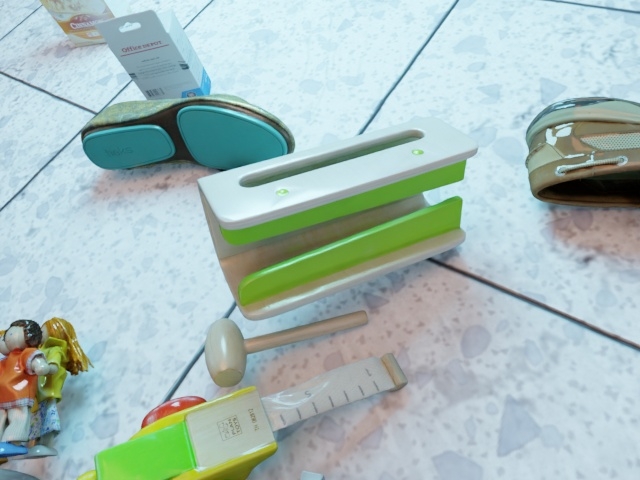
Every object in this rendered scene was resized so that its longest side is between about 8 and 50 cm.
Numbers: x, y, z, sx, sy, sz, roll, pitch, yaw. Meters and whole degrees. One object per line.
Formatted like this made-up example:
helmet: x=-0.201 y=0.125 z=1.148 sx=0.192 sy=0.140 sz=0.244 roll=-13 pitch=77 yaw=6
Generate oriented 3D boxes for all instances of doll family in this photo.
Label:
doll family: x=-0.368 y=0.177 z=0.545 sx=0.262 sy=0.118 sz=0.163 roll=-20 pitch=61 yaw=25

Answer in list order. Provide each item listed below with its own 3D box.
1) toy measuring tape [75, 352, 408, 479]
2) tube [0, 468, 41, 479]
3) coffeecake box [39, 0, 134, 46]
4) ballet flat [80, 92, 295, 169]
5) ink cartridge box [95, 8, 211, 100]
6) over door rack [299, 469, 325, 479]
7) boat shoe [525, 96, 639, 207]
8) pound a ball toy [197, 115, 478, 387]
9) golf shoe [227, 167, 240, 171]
toy measuring tape: x=-0.071 y=0.199 z=0.460 sx=0.330 sy=0.121 sz=0.121 roll=-14 pitch=54 yaw=-20
tube: x=-0.364 y=0.362 z=0.450 sx=0.070 sy=0.062 sz=0.240 roll=-16 pitch=51 yaw=56
coffeecake box: x=-0.490 y=-0.501 z=0.925 sx=0.142 sy=0.185 sz=0.068 roll=-1 pitch=60 yaw=16
ballet flat: x=-0.199 y=-0.174 z=0.698 sx=0.348 sy=0.123 sz=0.123 roll=0 pitch=60 yaw=15
ink cartridge box: x=-0.266 y=-0.303 z=0.746 sx=0.104 sy=0.180 sz=0.060 roll=-8 pitch=58 yaw=10
over door rack: x=0.063 y=0.366 z=0.310 sx=0.239 sy=0.108 sz=0.324 roll=4 pitch=47 yaw=18
boat shoe: x=0.384 y=-0.070 z=0.473 sx=0.323 sy=0.122 sz=0.120 roll=7 pitch=67 yaw=29
pound a ball toy: x=0.000 y=0.000 z=0.511 sx=0.319 sy=0.208 sz=0.136 roll=-19 pitch=39 yaw=-16
golf shoe: x=-0.080 y=-0.065 z=0.610 sx=0.176 sy=0.086 sz=0.069 roll=33 pitch=75 yaw=31
